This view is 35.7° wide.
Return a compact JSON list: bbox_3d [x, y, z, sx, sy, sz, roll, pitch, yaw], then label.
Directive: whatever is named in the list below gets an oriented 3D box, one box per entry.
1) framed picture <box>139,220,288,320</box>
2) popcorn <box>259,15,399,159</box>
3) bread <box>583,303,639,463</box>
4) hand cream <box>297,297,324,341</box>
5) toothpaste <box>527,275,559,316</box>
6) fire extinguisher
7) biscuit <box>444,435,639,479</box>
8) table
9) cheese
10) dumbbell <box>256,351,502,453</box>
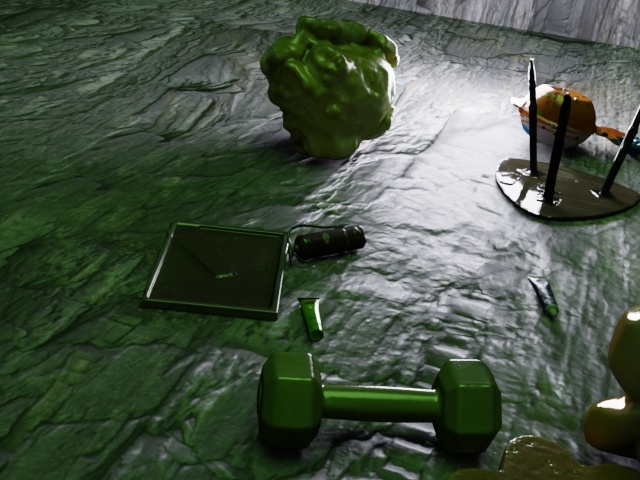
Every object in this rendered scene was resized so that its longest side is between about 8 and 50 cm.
[{"bbox_3d":[-0.163,0.043,1.627,0.213,0.016,0.289,6,26,-1],"label":"framed picture"},{"bbox_3d":[0.016,-0.338,2.135,0.312,0.312,0.312,5,26,-3],"label":"popcorn"},{"bbox_3d":[0.535,0.217,1.150,0.424,0.245,0.329,21,-9,24],"label":"bread"},{"bbox_3d":[-0.012,0.115,1.508,0.036,0.023,0.122,-1,23,-7],"label":"hand cream"},{"bbox_3d":[0.374,0.092,1.650,0.037,0.021,0.140,5,24,-2],"label":"toothpaste"},{"bbox_3d":[0.000,0.000,1.714,0.157,0.045,0.078,-12,55,-31],"label":"fire extinguisher"},{"bbox_3d":[0.251,0.339,1.077,0.275,0.052,0.355,14,28,17],"label":"biscuit"},{"bbox_3d":[0.512,-0.207,2.033,0.318,0.249,0.317,5,26,-3],"label":"table"},{"bbox_3d":[0.606,-0.277,2.348,0.330,0.129,0.217,18,22,-3],"label":"cheese"},{"bbox_3d":[0.072,0.205,1.247,0.302,0.121,0.108,4,55,-8],"label":"dumbbell"}]
